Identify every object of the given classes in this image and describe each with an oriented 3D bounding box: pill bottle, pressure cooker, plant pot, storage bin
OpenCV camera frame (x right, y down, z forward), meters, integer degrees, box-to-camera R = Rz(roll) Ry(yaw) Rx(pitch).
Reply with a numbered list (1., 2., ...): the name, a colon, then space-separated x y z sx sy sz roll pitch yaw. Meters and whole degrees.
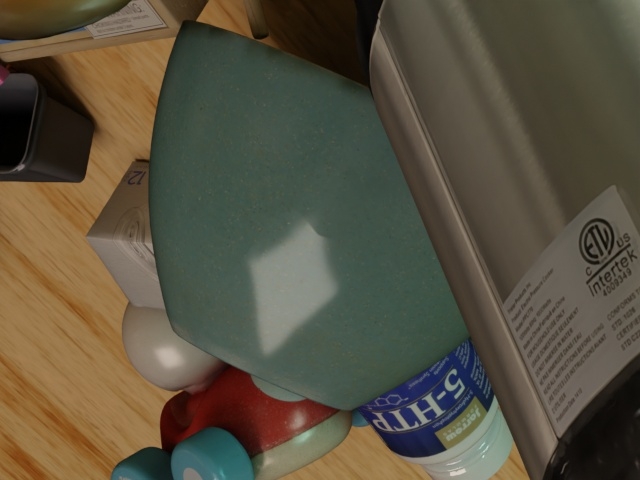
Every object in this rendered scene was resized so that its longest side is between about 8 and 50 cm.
1. pill bottle: 0.086 0.122 1.580 0.112 0.112 0.187 -2 138 40
2. pressure cooker: 0.214 -0.081 0.897 0.369 0.420 0.375 -29 150 12
3. plant pot: 0.000 0.000 1.273 0.290 0.195 0.290 24 -179 0
4. storage bin: -0.259 -0.092 1.571 0.135 0.098 0.091 2 168 35

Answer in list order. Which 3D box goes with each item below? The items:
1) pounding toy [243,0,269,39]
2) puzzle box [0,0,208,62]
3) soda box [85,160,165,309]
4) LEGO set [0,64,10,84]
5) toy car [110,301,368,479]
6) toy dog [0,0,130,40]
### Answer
1. pounding toy: -0.069 -0.224 1.179 0.141 0.130 0.100 23 149 8
2. puzzle box: -0.305 -0.244 1.409 0.409 0.052 0.272 -4 136 41
3. soda box: -0.044 0.006 1.532 0.286 0.091 0.098 6 142 31
4. LEGO set: -0.333 -0.172 1.395 0.227 0.093 0.087 39 147 -17
5. toy car: -0.095 0.101 1.660 0.210 0.219 0.238 -24 93 52
6. toy dog: -0.087 -0.289 0.816 0.395 0.408 0.285 6 141 26
